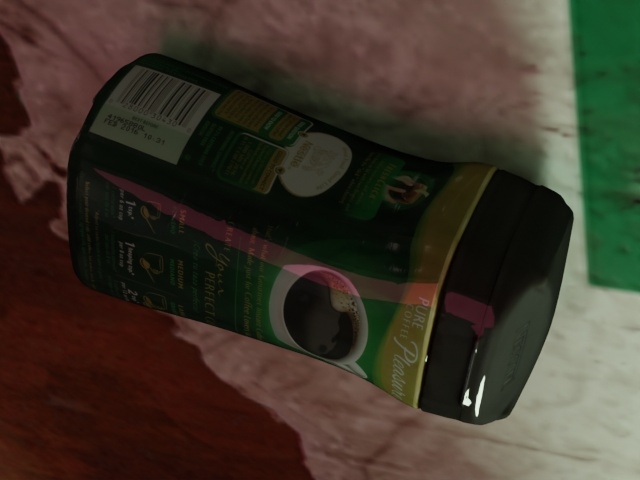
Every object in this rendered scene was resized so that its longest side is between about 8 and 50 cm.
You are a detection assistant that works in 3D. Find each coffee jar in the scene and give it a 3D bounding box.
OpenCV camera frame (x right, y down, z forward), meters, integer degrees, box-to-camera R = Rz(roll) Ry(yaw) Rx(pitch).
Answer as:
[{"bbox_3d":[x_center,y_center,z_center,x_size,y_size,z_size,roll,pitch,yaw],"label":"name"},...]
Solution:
[{"bbox_3d":[0.000,0.000,0.564,0.184,0.079,0.096,20,136,13],"label":"coffee jar"}]
